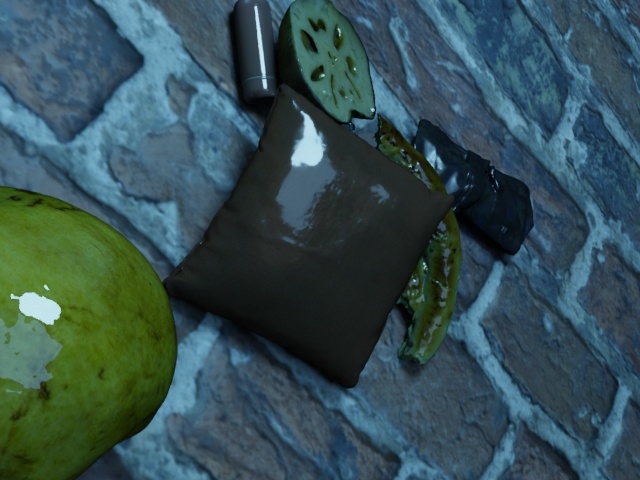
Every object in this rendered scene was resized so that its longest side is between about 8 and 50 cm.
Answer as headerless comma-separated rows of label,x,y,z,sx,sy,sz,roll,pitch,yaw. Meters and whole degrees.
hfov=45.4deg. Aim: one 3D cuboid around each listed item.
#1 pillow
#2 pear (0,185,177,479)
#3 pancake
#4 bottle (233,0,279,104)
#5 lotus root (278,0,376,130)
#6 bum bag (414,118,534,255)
pillow,0.000,0.000,0.996,0.305,0.108,0.308,32,84,-24
pear,-0.295,0.093,0.706,0.304,0.304,0.304,7,78,-34
pancake,0.118,0.002,1.116,0.197,0.054,0.377,-19,98,-14
bottle,-0.087,-0.258,1.047,0.053,0.053,0.140,-4,84,-35
lotus root,-0.004,-0.238,1.069,0.183,0.078,0.204,24,53,-45
bum bag,0.252,-0.078,1.242,0.310,0.074,0.137,26,67,-31
